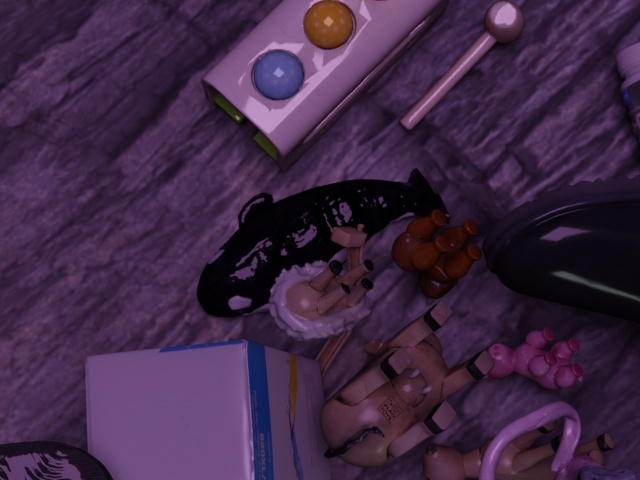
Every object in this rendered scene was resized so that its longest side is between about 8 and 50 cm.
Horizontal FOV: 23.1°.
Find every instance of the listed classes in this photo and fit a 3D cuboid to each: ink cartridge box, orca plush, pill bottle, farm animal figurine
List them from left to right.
[{"bbox_3d":[-0.105,0.199,1.558,0.171,0.233,0.168,-8,78,18],"label":"ink cartridge box"},{"bbox_3d":[0.000,0.000,1.688,0.287,0.102,0.151,-12,78,-3],"label":"orca plush"},{"bbox_3d":[0.112,0.154,1.613,0.327,0.172,0.330,-17,74,-48],"label":"farm animal figurine"},{"bbox_3d":[0.379,-0.151,1.737,0.078,0.078,0.137,-16,78,-4],"label":"pill bottle"}]

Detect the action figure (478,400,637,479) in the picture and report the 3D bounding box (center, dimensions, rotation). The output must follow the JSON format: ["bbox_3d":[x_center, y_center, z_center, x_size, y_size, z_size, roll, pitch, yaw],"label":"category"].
[{"bbox_3d":[0.180,0.384,1.505,0.248,0.370,0.275,-14,53,-33],"label":"action figure"}]

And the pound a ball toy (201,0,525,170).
[{"bbox_3d":[0.054,-0.212,1.720,0.208,0.136,0.319,44,81,9],"label":"pound a ball toy"}]

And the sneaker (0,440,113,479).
[{"bbox_3d":[-0.366,0.316,1.520,0.448,0.257,0.169,-31,84,10],"label":"sneaker"}]

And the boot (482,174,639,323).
[{"bbox_3d":[0.390,0.151,1.533,0.367,0.146,0.445,-5,57,-16],"label":"boot"}]

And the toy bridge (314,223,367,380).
[{"bbox_3d":[0.018,0.070,1.676,0.026,0.063,0.188,27,107,35],"label":"toy bridge"}]
